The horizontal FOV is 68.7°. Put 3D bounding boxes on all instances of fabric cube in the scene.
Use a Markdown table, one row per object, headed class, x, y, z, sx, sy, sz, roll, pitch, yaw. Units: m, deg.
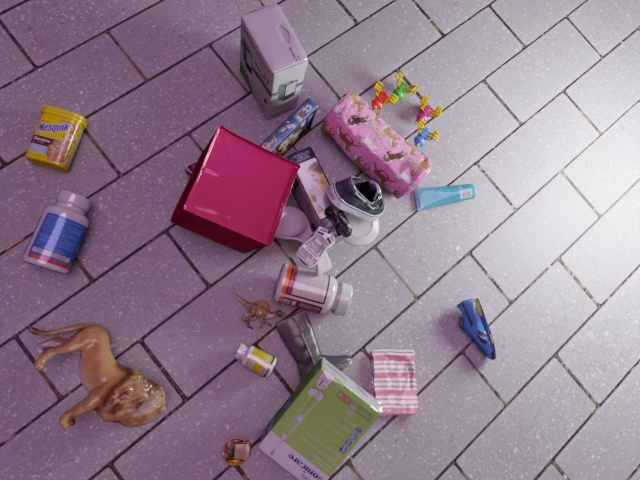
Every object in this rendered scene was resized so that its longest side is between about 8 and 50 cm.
| class | x | y | z | sx | sy | sz | roll | pitch | yaw |
| --- | --- | --- | --- | --- | --- | --- | --- | --- | --- |
| fabric cube | -0.249 | -0.133 | 1.344 | 0.254 | 0.258 | 0.259 | 25 | 74 | -19 |

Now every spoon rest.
| class | x | y | z | sx | sy | sz | roll | pitch | yaw |
| --- | --- | --- | --- | --- | --- | --- | --- | --- | --- |
| spoon rest | -0.067 | -0.015 | 1.429 | 0.137 | 0.084 | 0.276 | -30 | 59 | -25 |

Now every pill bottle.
| class | x | y | z | sx | sy | sz | roll | pitch | yaw |
| --- | --- | --- | --- | --- | --- | --- | --- | --- | --- |
| pill bottle | -0.193 | 0.350 | 1.377 | 0.116 | 0.065 | 0.065 | 30 | 75 | -3 |
| pill bottle | -0.739 | -0.026 | 1.334 | 0.124 | 0.124 | 0.222 | 18 | 76 | -5 |
| pill bottle | -0.023 | 0.153 | 1.420 | 0.221 | 0.121 | 0.121 | 16 | 76 | -7 |

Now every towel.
| class | x | y | z | sx | sy | sz | roll | pitch | yaw |
| --- | --- | --- | --- | --- | --- | --- | --- | --- | --- |
| towel | 0.230 | 0.437 | 1.450 | 0.144 | 0.029 | 0.197 | 2 | 78 | -10 |

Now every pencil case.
| class | x | y | z | sx | sy | sz | roll | pitch | yaw |
| --- | --- | --- | --- | --- | --- | --- | --- | --- | --- |
| pencil case | 0.181 | -0.315 | 1.540 | 0.386 | 0.160 | 0.167 | 42 | 45 | 2 |

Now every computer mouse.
| class | x | y | z | sx | sy | sz | roll | pitch | yaw |
| --- | --- | --- | --- | --- | --- | --- | --- | --- | --- |
| computer mouse | 0.000 | 0.000 | 1.335 | 0.106 | 0.042 | 0.193 | 44 | 75 | -1 |

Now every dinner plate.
| class | x | y | z | sx | sy | sz | roll | pitch | yaw |
| --- | --- | --- | --- | --- | --- | --- | --- | --- | --- |
| dinner plate | 0.127 | -0.054 | 1.547 | 0.141 | 0.017 | 0.141 | 2 | 77 | -8 |

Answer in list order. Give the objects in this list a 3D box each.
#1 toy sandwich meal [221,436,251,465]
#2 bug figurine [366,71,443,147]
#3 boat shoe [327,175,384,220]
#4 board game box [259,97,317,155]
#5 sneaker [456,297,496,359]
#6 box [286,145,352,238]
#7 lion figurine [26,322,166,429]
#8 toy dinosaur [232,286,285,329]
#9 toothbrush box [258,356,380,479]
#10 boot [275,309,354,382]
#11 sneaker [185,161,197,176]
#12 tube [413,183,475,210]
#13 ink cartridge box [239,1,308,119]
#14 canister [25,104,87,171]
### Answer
| class | x | y | z | sx | sy | sz | roll | pitch | yaw |
| --- | --- | --- | --- | --- | --- | --- | --- | --- | --- |
| toy sandwich meal | -0.239 | 0.601 | 1.332 | 0.085 | 0.029 | 0.086 | 2 | 78 | -9 |
| bug figurine | 0.298 | -0.448 | 1.613 | 0.279 | 0.072 | 0.216 | 40 | 57 | -5 |
| boat shoe | 0.139 | -0.137 | 1.434 | 0.102 | 0.301 | 0.108 | -29 | 67 | 27 |
| board game box | -0.114 | -0.324 | 1.486 | 0.042 | 0.165 | 0.243 | 42 | 75 | 1 |
| sneaker | 0.506 | 0.291 | 1.520 | 0.082 | 0.069 | 0.209 | -21 | 91 | 19 |
| box | -0.014 | -0.126 | 1.461 | 0.087 | 0.169 | 0.290 | -24 | 84 | -11 |
| lion figurine | -0.606 | 0.347 | 1.271 | 0.240 | 0.142 | 0.392 | -29 | 80 | -22 |
| toy dinosaur | -0.200 | 0.217 | 1.422 | 0.183 | 0.053 | 0.093 | 22 | 57 | 5 |
| toothbrush box | -0.003 | 0.509 | 1.311 | 0.206 | 0.122 | 0.283 | 38 | 90 | 0 |
| boot | -0.016 | 0.311 | 1.420 | 0.189 | 0.076 | 0.209 | -18 | 75 | -14 |
| sneaker | -0.366 | -0.213 | 1.468 | 0.118 | 0.067 | 0.042 | 9 | 77 | -7 |
| tube | 0.425 | -0.155 | 1.606 | 0.207 | 0.052 | 0.080 | -8 | 75 | -6 |
| ink cartridge box | -0.155 | -0.549 | 1.463 | 0.121 | 0.289 | 0.211 | -28 | 83 | -15 |
| canister | -0.795 | -0.305 | 1.412 | 0.126 | 0.073 | 0.170 | 15 | 77 | -6 |
